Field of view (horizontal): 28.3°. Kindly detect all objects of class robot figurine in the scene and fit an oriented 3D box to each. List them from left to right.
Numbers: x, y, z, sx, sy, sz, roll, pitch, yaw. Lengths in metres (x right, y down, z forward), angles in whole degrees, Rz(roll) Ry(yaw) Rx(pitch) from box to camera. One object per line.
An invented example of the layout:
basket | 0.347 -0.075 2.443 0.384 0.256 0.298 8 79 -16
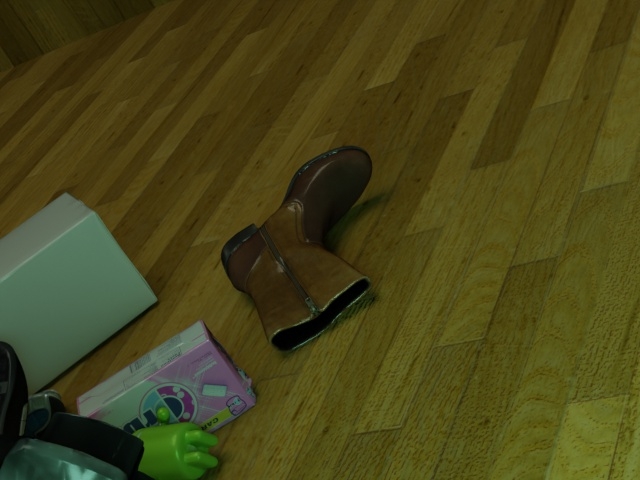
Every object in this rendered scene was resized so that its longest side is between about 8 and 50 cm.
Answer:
robot figurine | -0.173 0.242 1.436 0.115 0.067 0.101 -11 67 27

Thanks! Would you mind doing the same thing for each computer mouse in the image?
computer mouse | -0.450 0.269 1.637 0.184 0.060 0.262 -17 62 27

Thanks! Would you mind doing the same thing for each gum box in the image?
gum box | -0.179 0.188 1.500 0.188 0.107 0.062 -32 25 -1

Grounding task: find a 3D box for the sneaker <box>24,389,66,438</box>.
sneaker | -0.426 0.262 1.714 0.191 0.071 0.083 -29 12 -2

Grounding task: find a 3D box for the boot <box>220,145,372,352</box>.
boot | 0.000 0.000 1.658 0.264 0.096 0.280 -34 26 -5

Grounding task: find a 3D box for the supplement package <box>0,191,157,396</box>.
supplement package | -0.424 0.092 1.876 0.293 0.175 0.177 -38 24 -12

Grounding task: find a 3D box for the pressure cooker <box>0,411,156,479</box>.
pressure cooker | -0.238 0.350 0.954 0.370 0.375 0.420 -23 27 26
